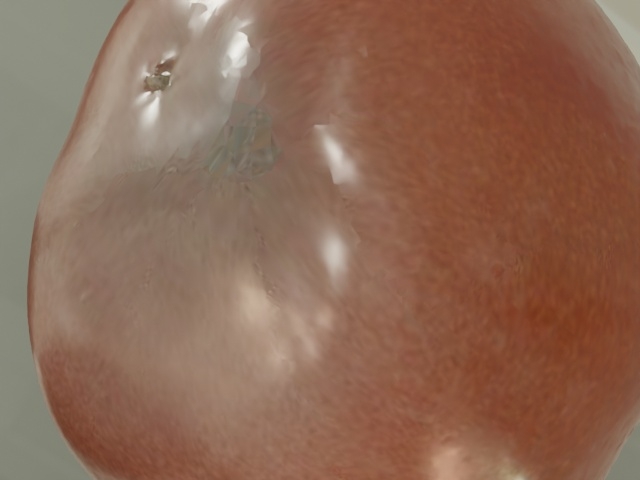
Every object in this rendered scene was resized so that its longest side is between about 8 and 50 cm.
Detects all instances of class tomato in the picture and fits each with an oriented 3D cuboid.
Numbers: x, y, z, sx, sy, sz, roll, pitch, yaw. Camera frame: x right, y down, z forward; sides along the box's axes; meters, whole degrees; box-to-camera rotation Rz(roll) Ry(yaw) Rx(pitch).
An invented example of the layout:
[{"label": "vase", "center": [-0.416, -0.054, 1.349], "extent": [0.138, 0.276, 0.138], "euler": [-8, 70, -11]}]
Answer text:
[{"label": "tomato", "center": [0.000, 0.000, 0.844], "extent": [0.341, 0.273, 0.341], "euler": [-15, 63, 32]}]
